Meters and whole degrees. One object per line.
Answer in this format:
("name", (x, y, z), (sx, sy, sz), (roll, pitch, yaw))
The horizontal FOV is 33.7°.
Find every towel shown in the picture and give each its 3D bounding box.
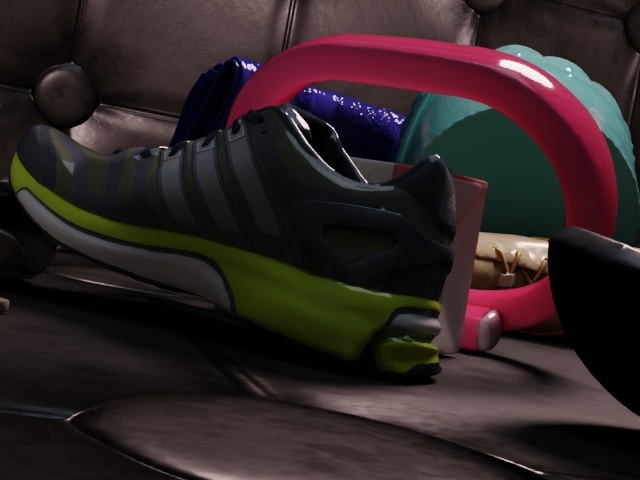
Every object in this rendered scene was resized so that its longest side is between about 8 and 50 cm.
("towel", (-0.046, -0.074, 1.183), (0.308, 0.227, 0.076), (10, 22, -49))

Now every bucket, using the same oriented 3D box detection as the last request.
("bucket", (0.209, -0.057, 1.140), (0.281, 0.281, 0.183), (10, 25, 4))

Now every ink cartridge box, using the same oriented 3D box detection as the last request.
("ink cartridge box", (0.000, 0.000, 0.702), (0.198, 0.115, 0.067), (11, 3, 30))

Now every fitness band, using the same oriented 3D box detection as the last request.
("fitness band", (0.059, -0.036, 0.740), (0.291, 0.209, 0.054), (12, 28, 29))

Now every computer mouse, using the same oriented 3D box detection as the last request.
("computer mouse", (0.210, 0.072, 0.447), (0.272, 0.072, 0.188), (25, 7, 30))

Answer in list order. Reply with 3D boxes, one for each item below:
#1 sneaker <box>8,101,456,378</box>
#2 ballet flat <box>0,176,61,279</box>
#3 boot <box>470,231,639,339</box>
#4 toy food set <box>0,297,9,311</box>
("sneaker", (-0.050, -0.023, 0.607), (0.300, 0.121, 0.111), (20, -1, 25))
("ballet flat", (-0.203, -0.005, 0.647), (0.074, 0.074, 0.203), (10, -5, 8))
("boot", (0.175, 0.037, 0.926), (0.262, 0.095, 0.203), (9, 0, 37))
("toy food set", (-0.230, 0.003, 0.449), (0.132, 0.038, 0.192), (11, 1, 18))
